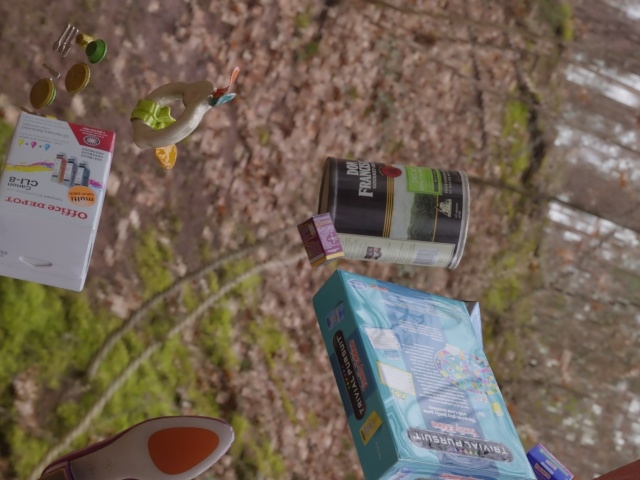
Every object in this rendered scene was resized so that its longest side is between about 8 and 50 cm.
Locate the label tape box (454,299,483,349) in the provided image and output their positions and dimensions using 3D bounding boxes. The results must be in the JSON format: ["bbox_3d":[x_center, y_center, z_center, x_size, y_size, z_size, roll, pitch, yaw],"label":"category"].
[{"bbox_3d":[0.185,0.286,1.960,0.333,0.106,0.240,-57,144,-52],"label":"label tape box"}]

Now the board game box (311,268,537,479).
[{"bbox_3d":[0.144,0.214,1.722,0.079,0.254,0.336,-51,-141,33],"label":"board game box"}]

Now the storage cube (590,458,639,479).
[{"bbox_3d":[0.451,0.394,1.545,0.183,0.193,0.215,159,-91,-86],"label":"storage cube"}]

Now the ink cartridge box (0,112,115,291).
[{"bbox_3d":[-0.342,-0.048,1.501,0.127,0.128,0.176,113,-16,-46],"label":"ink cartridge box"}]

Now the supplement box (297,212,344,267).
[{"bbox_3d":[0.000,0.000,2.120,0.055,0.043,0.083,-29,-102,55],"label":"supplement box"}]

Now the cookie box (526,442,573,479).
[{"bbox_3d":[0.423,0.457,2.283,0.040,0.092,0.107,-30,156,-37],"label":"cookie box"}]

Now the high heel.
[{"bbox_3d":[-0.333,0.390,2.145,0.181,0.377,0.127,59,17,-87],"label":"high heel"}]

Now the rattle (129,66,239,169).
[{"bbox_3d":[-0.191,-0.186,1.889,0.200,0.142,0.130,-22,-149,10],"label":"rattle"}]

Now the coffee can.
[{"bbox_3d":[0.139,-0.054,2.356,0.201,0.275,0.201,-175,-90,-84],"label":"coffee can"}]

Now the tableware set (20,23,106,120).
[{"bbox_3d":[-0.366,-0.231,1.705,0.104,0.024,0.154,33,-85,37],"label":"tableware set"}]
